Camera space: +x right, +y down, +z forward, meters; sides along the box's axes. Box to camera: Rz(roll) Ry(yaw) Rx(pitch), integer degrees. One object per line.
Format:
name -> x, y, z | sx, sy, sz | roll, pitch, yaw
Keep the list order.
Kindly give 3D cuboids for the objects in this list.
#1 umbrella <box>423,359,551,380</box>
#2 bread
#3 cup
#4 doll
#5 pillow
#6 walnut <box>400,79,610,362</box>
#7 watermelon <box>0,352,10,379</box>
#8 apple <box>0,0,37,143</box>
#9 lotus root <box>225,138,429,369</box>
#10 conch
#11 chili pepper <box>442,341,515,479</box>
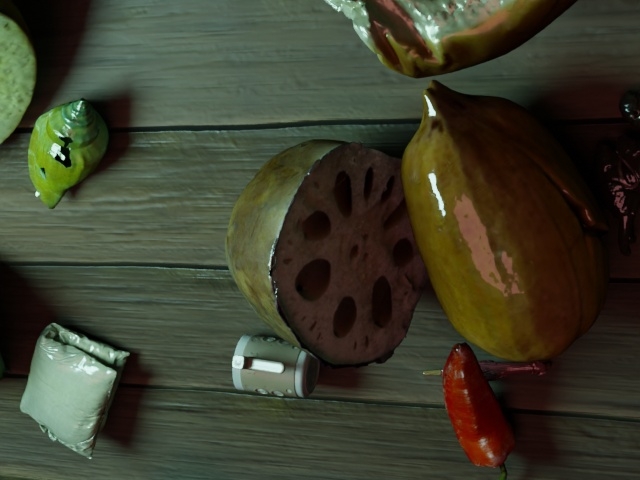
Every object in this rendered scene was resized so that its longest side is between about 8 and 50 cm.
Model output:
umbrella -> 0.205, 0.162, 1.589 | 0.165, 0.025, 0.027 | -8, 94, 24
bread -> 0.148, -0.290, 1.201 | 0.279, 0.250, 0.225 | -25, 104, 30
cup -> -0.059, 0.157, 1.657 | 0.099, 0.074, 0.102 | 6, 149, 17
doll -> 0.351, -0.079, 1.365 | 0.139, 0.057, 0.165 | -22, 100, 33
pillow -> -0.352, 0.207, 1.815 | 0.134, 0.078, 0.181 | 28, 125, 5
walnut -> 0.192, -0.025, 1.373 | 0.209, 0.209, 0.336 | -17, 112, 30
watermelon -> -0.569, 0.084, 1.775 | 0.228, 0.258, 0.387 | -4, 162, 9
apple -> -0.474, -0.213, 1.551 | 0.254, 0.179, 0.346 | 34, 126, -15
lotus root -> 0.000, 0.000, 1.452 | 0.192, 0.272, 0.272 | 24, 134, 51
conch -> -0.321, -0.120, 1.612 | 0.201, 0.079, 0.095 | -35, 84, 43
chili pepper -> 0.194, 0.214, 1.585 | 0.071, 0.063, 0.272 | -7, 131, 21
